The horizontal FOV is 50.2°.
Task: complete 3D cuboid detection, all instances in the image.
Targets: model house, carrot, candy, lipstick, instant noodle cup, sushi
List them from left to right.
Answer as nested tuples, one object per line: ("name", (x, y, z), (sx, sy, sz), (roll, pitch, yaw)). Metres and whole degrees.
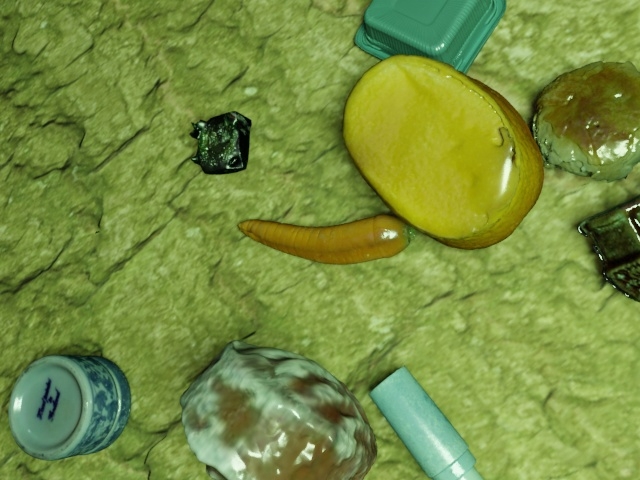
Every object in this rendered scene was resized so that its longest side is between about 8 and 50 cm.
("sushi", (-0.150, -0.142, 1.030), (0.084, 0.056, 0.083), (-7, 84, 19))
("candy", (-0.039, 0.211, 0.786), (0.214, 0.289, 0.157), (39, 88, 20))
("carrot", (-0.001, 0.000, 0.939), (0.271, 0.062, 0.066), (-4, 111, 25))
("instant noodle cup", (0.144, -0.312, 0.938), (0.179, 0.070, 0.157), (34, 91, 25))
("lipstick", (0.163, 0.276, 0.808), (0.061, 0.068, 0.274), (-39, 74, 3))
("model house", (0.397, 0.009, 0.758), (0.165, 0.106, 0.152), (-30, 75, 28))

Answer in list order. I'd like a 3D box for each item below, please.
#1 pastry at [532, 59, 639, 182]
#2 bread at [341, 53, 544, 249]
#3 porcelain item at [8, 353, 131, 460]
("pastry", (0.331, -0.144, 0.819), (0.153, 0.081, 0.153), (-5, 79, 25))
("bread", (0.148, -0.113, 0.852), (0.195, 0.142, 0.270), (-48, 70, 19))
("porcelain item", (-0.361, 0.241, 0.999), (0.147, 0.114, 0.147), (-4, 78, 19))
